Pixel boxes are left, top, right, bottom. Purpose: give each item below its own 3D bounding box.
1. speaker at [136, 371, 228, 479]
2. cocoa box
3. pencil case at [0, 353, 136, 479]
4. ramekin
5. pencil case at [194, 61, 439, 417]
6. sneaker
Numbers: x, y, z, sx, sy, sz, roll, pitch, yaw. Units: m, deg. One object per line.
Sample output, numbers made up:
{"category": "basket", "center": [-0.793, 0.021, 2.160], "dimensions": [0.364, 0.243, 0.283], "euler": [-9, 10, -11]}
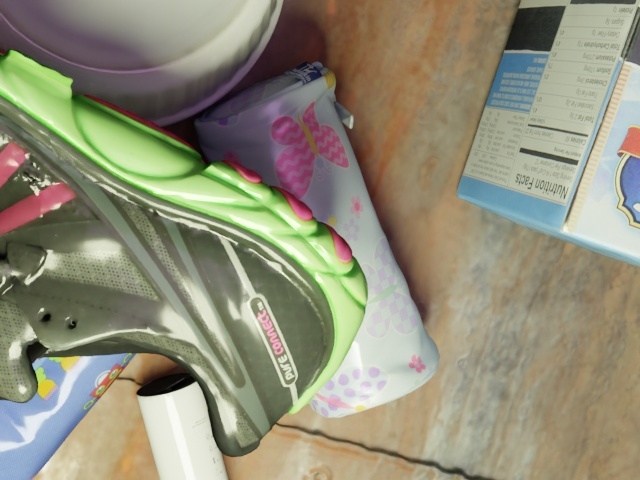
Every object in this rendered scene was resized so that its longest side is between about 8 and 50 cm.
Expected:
{"category": "speaker", "center": [-0.105, 0.176, 1.096], "dimensions": [0.055, 0.055, 0.136], "euler": [-16, 102, -12]}
{"category": "cocoa box", "center": [0.326, -0.074, 1.085], "dimensions": [0.347, 0.231, 0.228], "euler": [18, 94, -16]}
{"category": "pencil case", "center": [-0.203, 0.064, 1.023], "dimensions": [0.133, 0.119, 0.306], "euler": [39, 87, 5]}
{"category": "ramekin", "center": [-0.148, -0.216, 0.978], "dimensions": [0.272, 0.127, 0.273], "euler": [0, 90, -11]}
{"category": "pencil case", "center": [0.000, 0.000, 1.072], "dimensions": [0.124, 0.113, 0.273], "euler": [-36, 109, -51]}
{"category": "sneaker", "center": [-0.209, -0.010, 0.874], "dimensions": [0.482, 0.185, 0.202], "euler": [26, 83, -1]}
